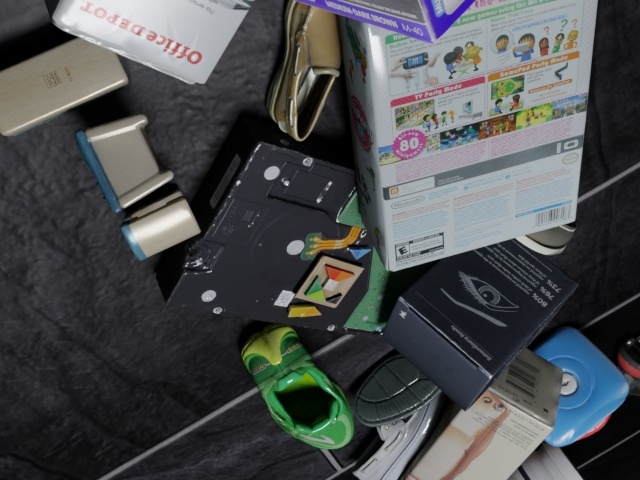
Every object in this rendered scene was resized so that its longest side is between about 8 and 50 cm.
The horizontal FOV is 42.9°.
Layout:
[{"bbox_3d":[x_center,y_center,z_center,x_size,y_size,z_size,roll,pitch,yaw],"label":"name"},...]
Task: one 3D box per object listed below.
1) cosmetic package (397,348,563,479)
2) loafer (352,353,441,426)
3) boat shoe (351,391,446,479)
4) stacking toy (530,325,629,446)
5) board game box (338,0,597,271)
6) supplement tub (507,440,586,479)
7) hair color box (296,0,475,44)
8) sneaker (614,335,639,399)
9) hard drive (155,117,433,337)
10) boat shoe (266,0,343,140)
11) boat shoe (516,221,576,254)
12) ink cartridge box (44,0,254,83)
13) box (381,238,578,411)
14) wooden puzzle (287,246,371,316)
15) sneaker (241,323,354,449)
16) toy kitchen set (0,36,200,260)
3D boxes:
[{"bbox_3d":[0.250,0.311,1.310,0.129,0.153,0.296,30,124,3],"label":"cosmetic package"},{"bbox_3d":[0.172,0.199,1.255,0.267,0.096,0.084,-40,148,3],"label":"loafer"},{"bbox_3d":[0.126,0.318,1.341,0.076,0.083,0.226,28,101,-1],"label":"boat shoe"},{"bbox_3d":[0.436,0.300,1.472,0.175,0.166,0.302,-37,152,-6],"label":"stacking toy"},{"bbox_3d":[0.147,-0.130,0.829,0.224,0.097,0.303,-15,133,-7],"label":"board game box"},{"bbox_3d":[0.399,0.536,1.609,0.272,0.191,0.191,-37,136,6],"label":"supplement tub"},{"bbox_3d":[0.110,-0.313,0.614,0.339,0.185,0.110,-46,138,-15],"label":"hair color box"},{"bbox_3d":[0.665,0.246,1.567,0.276,0.097,0.135,-2,129,-25],"label":"sneaker"},{"bbox_3d":[0.000,0.000,0.997,0.339,0.064,0.237,13,121,-36],"label":"hard drive"},{"bbox_3d":[0.000,-0.188,0.821,0.068,0.072,0.190,-4,130,-26],"label":"boat shoe"},{"bbox_3d":[0.243,-0.070,1.038,0.305,0.109,0.091,25,117,-37],"label":"boat shoe"},{"bbox_3d":[-0.121,-0.256,0.681,0.153,0.087,0.208,18,116,-40],"label":"ink cartridge box"},{"bbox_3d":[0.207,0.092,1.069,0.207,0.153,0.108,-37,158,-29],"label":"box"},{"bbox_3d":[0.011,0.053,0.996,0.078,0.014,0.116,8,123,-35],"label":"wooden puzzle"},{"bbox_3d":[-0.024,0.236,1.151,0.109,0.123,0.295,-32,137,0],"label":"sneaker"},{"bbox_3d":[-0.220,-0.079,0.807,0.122,0.166,0.207,-25,100,-8],"label":"toy kitchen set"}]
